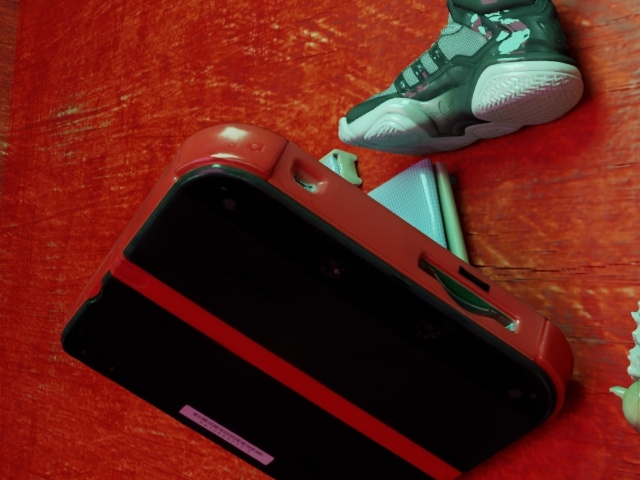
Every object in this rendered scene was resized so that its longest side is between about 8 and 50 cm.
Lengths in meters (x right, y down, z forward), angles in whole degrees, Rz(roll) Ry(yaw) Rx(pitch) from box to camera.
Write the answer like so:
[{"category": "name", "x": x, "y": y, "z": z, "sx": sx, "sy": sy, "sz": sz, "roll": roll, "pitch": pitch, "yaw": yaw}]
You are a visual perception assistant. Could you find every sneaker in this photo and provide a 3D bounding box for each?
[{"category": "sneaker", "x": 0.124, "y": -0.173, "z": 0.907, "sx": 0.268, "sy": 0.101, "sz": 0.153, "roll": -11, "pitch": 76, "yaw": 46}]

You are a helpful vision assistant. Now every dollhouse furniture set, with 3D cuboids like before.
[{"category": "dollhouse furniture set", "x": 0.000, "y": 0.000, "z": 0.958, "sx": 0.303, "sy": 0.198, "sz": 0.286, "roll": -30, "pitch": 62, "yaw": 46}]

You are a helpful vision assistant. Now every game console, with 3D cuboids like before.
[{"category": "game console", "x": -0.012, "y": 0.098, "z": 0.852, "sx": 0.342, "sy": 0.386, "sz": 0.060, "roll": -46, "pitch": 14, "yaw": 42}]

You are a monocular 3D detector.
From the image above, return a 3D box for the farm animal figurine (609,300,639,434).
[{"category": "farm animal figurine", "x": 0.272, "y": 0.219, "z": 0.586, "sx": 0.330, "sy": 0.172, "sz": 0.327, "roll": 36, "pitch": 113, "yaw": 49}]
